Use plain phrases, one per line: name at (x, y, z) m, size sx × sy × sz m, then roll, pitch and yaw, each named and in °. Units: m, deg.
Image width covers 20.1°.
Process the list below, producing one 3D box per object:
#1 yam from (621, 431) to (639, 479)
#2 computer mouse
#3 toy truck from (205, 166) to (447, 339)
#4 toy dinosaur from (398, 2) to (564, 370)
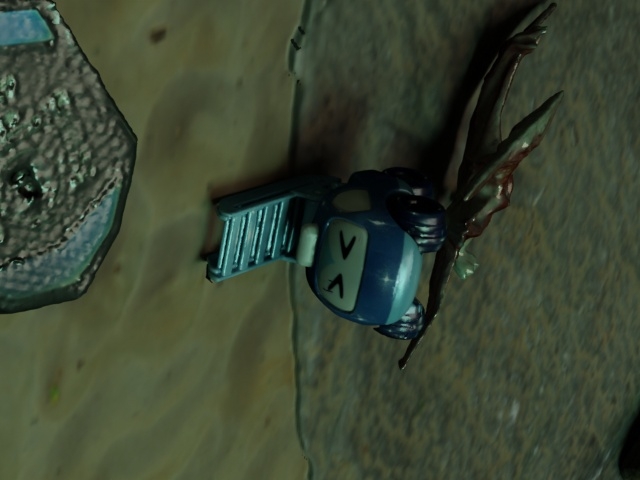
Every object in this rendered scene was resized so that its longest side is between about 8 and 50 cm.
yam at (0.311, 0.059, 1.172) m, size 0.280 × 0.131 × 0.131 m, roll -60°, pitch 149°, yaw -8°
computer mouse at (-0.104, -0.036, 0.533) m, size 0.079 × 0.047 × 0.135 m, roll -39°, pitch 132°, yaw -26°
toy truck at (0.000, 0.000, 0.708) m, size 0.073 × 0.090 × 0.056 m, roll -108°, pitch -154°, yaw -66°
toy dinosaur at (0.072, -0.026, 0.792) m, size 0.108 × 0.032 × 0.220 m, roll 115°, pitch -2°, yaw -57°
